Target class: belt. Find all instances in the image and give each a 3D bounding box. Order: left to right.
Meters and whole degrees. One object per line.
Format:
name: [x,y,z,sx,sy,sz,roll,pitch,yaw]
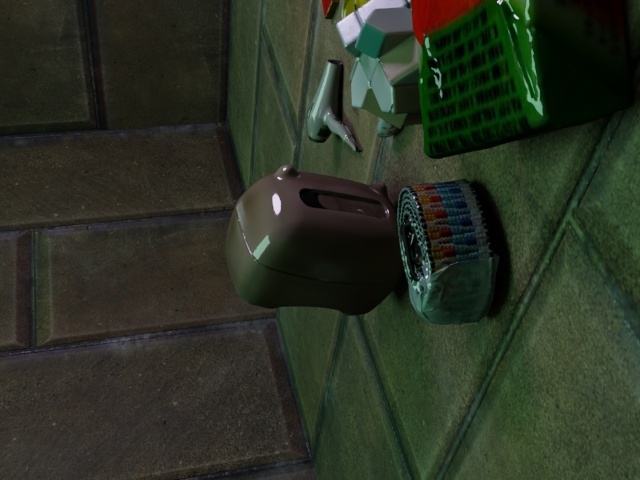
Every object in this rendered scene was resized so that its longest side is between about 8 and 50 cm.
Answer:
belt: [0.217,0.024,1.404,0.207,0.150,0.258,100,162,-72]

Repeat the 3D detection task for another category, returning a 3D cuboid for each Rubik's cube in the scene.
Rubik's cube: [0.154,-0.313,1.356,0.265,0.212,0.224,121,137,-61]

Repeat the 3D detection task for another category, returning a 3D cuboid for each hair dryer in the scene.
hair dryer: [0.049,-0.362,2.117,0.267,0.092,0.229,25,115,58]

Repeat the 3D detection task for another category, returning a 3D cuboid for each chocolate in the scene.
chocolate: [0.257,-0.300,1.087,0.360,0.161,0.341,180,85,-75]

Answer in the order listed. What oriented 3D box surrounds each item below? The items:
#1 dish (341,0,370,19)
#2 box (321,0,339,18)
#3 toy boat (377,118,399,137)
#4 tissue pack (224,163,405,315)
dish: [0.086,-0.443,1.560,0.207,0.080,0.149,157,108,-74]
box: [0.020,-0.679,2.151,0.090,0.023,0.133,136,126,-70]
toy boat: [0.138,-0.311,1.725,0.208,0.078,0.134,112,152,-66]
tissue pack: [0.000,0.000,1.780,0.277,0.387,0.267,-60,34,37]
